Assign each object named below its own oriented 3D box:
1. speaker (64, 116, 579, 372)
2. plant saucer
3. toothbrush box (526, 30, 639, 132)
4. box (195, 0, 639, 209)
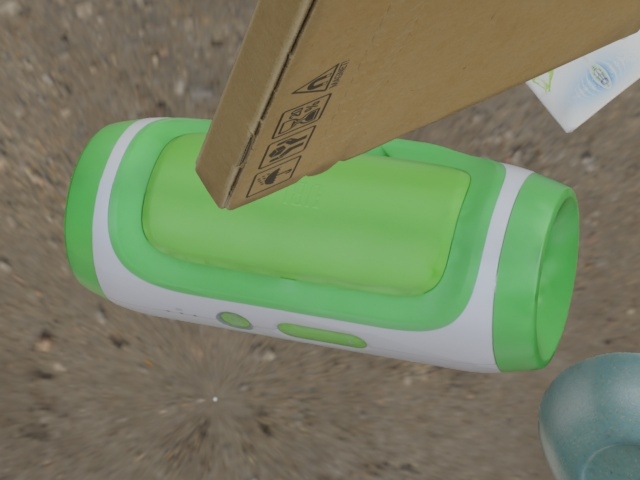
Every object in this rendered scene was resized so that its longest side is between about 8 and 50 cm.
[{"bbox_3d":[0.000,0.000,1.104,0.296,0.131,0.131,9,84,19],"label":"speaker"},{"bbox_3d":[0.224,0.160,1.192,0.195,0.195,0.037,40,50,1],"label":"plant saucer"},{"bbox_3d":[0.201,-0.266,1.502,0.206,0.122,0.283,-38,92,18],"label":"toothbrush box"},{"bbox_3d":[0.057,-0.086,0.486,0.164,0.201,0.021,-24,73,-23],"label":"box"}]
